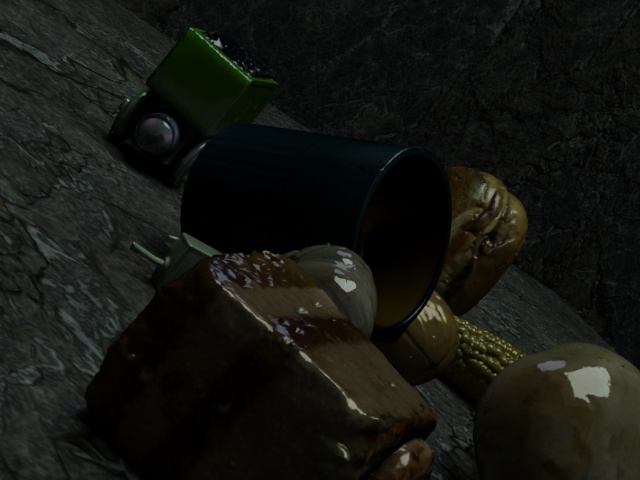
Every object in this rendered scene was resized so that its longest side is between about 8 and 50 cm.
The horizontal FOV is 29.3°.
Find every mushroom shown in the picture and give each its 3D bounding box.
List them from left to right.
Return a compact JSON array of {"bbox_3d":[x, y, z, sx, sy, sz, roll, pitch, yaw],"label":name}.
[{"bbox_3d":[0.310,0.283,1.688,0.292,0.292,0.290,33,-21,-22],"label":"mushroom"}]

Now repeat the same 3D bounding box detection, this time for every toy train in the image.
[{"bbox_3d":[-0.205,-0.226,2.055,0.173,0.249,0.307,41,10,4],"label":"toy train"}]

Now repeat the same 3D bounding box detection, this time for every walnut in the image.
[{"bbox_3d":[0.115,0.129,1.825,0.165,0.165,0.197,27,23,-45],"label":"walnut"}]

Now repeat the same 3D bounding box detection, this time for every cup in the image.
[{"bbox_3d":[0.004,-0.018,1.652,0.292,0.242,0.308,14,-8,32],"label":"cup"}]

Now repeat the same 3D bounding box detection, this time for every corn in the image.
[{"bbox_3d":[0.329,0.253,2.099,0.347,0.130,0.130,34,10,5],"label":"corn"}]

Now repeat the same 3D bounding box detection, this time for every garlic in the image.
[{"bbox_3d":[-0.014,0.125,1.400,0.218,0.219,0.212,-100,166,-75],"label":"garlic"}]

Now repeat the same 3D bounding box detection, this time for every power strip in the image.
[{"bbox_3d":[-0.163,0.038,1.515,0.175,0.075,0.042,29,13,-32],"label":"power strip"}]

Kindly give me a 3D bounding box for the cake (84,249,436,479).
[{"bbox_3d":[-0.034,0.168,1.079,0.293,0.196,0.199,46,14,16],"label":"cake"}]

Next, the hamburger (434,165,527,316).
[{"bbox_3d":[0.283,0.000,2.537,0.174,0.304,0.284,35,10,-23],"label":"hamburger"}]
